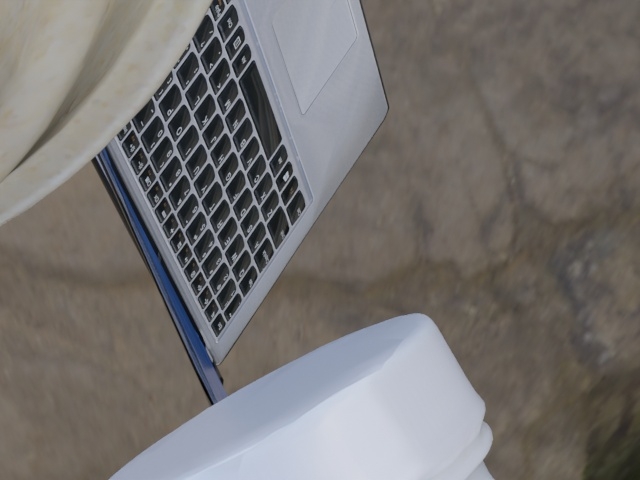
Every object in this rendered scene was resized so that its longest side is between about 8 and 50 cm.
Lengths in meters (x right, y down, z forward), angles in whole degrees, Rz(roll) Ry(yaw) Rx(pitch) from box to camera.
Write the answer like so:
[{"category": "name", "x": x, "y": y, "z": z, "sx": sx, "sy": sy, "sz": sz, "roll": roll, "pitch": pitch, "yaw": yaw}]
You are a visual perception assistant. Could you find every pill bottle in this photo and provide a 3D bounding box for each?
[{"category": "pill bottle", "x": 0.054, "y": 0.193, "z": 0.669, "sx": 0.176, "sy": 0.176, "sz": 0.318, "roll": -29, "pitch": 95, "yaw": -11}]

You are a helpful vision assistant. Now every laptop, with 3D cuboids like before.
[{"category": "laptop", "x": 0.000, "y": 0.000, "z": 1.284, "sx": 0.236, "sy": 0.382, "sz": 0.408, "roll": 25, "pitch": 68, "yaw": 23}]

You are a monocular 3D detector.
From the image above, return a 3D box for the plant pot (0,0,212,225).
[{"category": "plant pot", "x": -0.198, "y": -0.058, "z": 0.317, "sx": 0.334, "sy": 0.334, "sz": 0.305, "roll": 16, "pitch": 32, "yaw": 3}]
